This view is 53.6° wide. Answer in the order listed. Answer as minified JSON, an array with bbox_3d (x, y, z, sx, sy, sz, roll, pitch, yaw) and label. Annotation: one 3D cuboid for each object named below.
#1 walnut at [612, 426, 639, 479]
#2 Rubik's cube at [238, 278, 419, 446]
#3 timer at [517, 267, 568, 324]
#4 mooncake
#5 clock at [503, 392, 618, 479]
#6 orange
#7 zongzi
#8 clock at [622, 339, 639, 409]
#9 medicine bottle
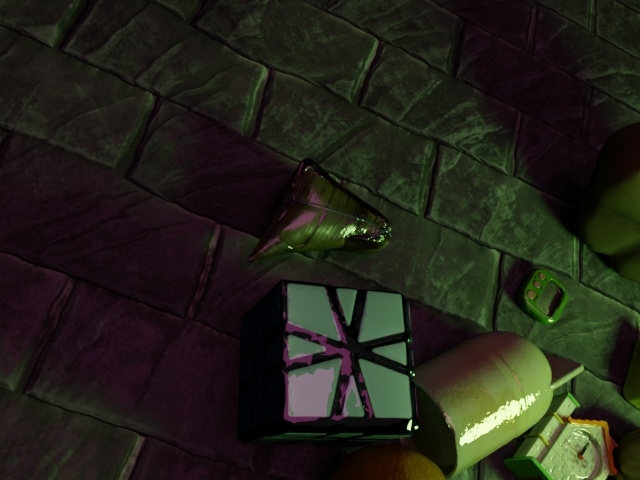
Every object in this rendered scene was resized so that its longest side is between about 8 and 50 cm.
[{"bbox_3d":[0.854,0.565,1.544,0.282,0.227,0.283,7,25,-3],"label":"walnut"},{"bbox_3d":[0.006,0.260,1.278,0.293,0.283,0.289,5,66,-20],"label":"Rubik's cube"},{"bbox_3d":[0.598,0.152,1.710,0.128,0.047,0.140,41,59,-1],"label":"timer"},{"bbox_3d":[0.952,-0.097,1.731,0.467,0.467,0.262,37,57,-5],"label":"mooncake"},{"bbox_3d":[0.603,0.522,1.522,0.255,0.106,0.220,-40,88,-31],"label":"clock"},{"bbox_3d":[0.138,0.528,1.242,0.264,0.264,0.264,9,66,-20],"label":"orange"},{"bbox_3d":[0.000,0.000,1.467,0.286,0.138,0.300,36,59,-10],"label":"zongzi"},{"bbox_3d":[0.924,0.372,1.730,0.143,0.096,0.202,34,59,-3],"label":"clock"},{"bbox_3d":[0.372,0.336,1.427,0.406,0.236,0.236,-19,77,-28],"label":"medicine bottle"}]
